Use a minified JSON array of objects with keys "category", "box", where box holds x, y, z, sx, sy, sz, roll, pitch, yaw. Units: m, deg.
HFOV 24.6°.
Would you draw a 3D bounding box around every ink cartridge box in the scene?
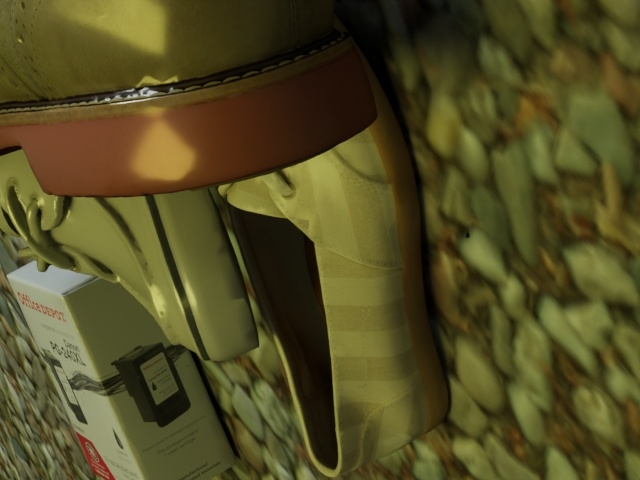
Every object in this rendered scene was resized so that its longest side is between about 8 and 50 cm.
[{"category":"ink cartridge box","box":[-0.125,0.077,0.907,0.109,0.063,0.150,10,125,60]}]

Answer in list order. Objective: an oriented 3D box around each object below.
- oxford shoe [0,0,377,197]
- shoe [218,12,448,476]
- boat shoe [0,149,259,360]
[{"category":"oxford shoe","box":[-0.125,-0.094,0.557,0.348,0.123,0.130,2,112,41]},{"category":"shoe","box":[0.000,0.000,0.587,0.076,0.058,0.219,24,136,53]},{"category":"boat shoe","box":[-0.110,-0.027,0.679,0.267,0.088,0.096,54,164,43]}]
